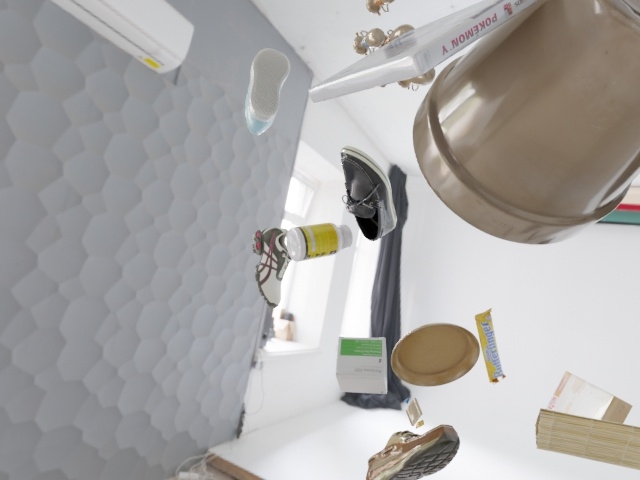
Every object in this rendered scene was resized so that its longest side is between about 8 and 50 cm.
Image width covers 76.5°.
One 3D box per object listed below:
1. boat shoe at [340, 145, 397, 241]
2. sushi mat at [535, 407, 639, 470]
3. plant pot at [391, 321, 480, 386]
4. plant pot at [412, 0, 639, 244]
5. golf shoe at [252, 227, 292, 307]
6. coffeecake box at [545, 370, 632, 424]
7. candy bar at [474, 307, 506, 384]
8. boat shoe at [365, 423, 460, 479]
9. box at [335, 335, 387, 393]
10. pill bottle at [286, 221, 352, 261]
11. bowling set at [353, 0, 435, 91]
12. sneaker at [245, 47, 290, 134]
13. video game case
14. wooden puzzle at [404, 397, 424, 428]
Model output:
[{"bbox_3d":[0.186,-0.173,1.660,0.187,0.156,0.500,28,-21,38],"label":"boat shoe"},{"bbox_3d":[0.608,0.413,0.811,0.317,0.019,0.151,1,-50,27],"label":"sushi mat"},{"bbox_3d":[0.304,0.303,1.089,0.236,0.236,0.032,12,29,-9],"label":"plant pot"},{"bbox_3d":[0.315,-0.193,0.515,0.323,0.323,0.280,11,-23,-3],"label":"plant pot"},{"bbox_3d":[-0.152,0.084,1.344,0.120,0.272,0.105,-13,-15,15],"label":"golf shoe"},{"bbox_3d":[0.769,0.486,1.177,0.068,0.142,0.185,28,0,-7],"label":"coffeecake box"},{"bbox_3d":[0.330,0.207,0.788,0.040,0.161,0.018,-22,15,-16],"label":"candy bar"},{"bbox_3d":[0.221,0.565,1.073,0.123,0.324,0.120,25,30,-26],"label":"boat shoe"},{"bbox_3d":[0.088,0.261,0.850,0.101,0.087,0.102,-1,-38,11],"label":"box"},{"bbox_3d":[0.000,0.000,0.760,0.116,0.065,0.065,-10,5,-29],"label":"pill bottle"},{"bbox_3d":[0.148,-0.492,1.068,0.287,0.200,0.154,59,-10,-22],"label":"bowling set"},{"bbox_3d":[-0.207,-0.531,1.446,0.135,0.366,0.150,22,-34,-18],"label":"sneaker"},{"bbox_3d":[0.104,-0.217,0.462,0.201,0.183,0.023,18,-39,59],"label":"video game case"},{"bbox_3d":[0.324,0.593,1.402,0.014,0.078,0.116,12,38,-20],"label":"wooden puzzle"}]
